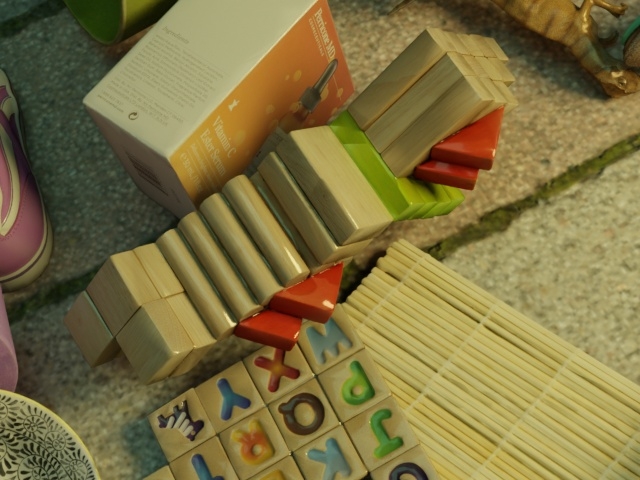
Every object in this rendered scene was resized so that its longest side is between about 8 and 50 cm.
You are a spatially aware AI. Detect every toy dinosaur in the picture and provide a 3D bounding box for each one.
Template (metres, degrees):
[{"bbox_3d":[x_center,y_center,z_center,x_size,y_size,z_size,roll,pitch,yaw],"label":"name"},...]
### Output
[{"bbox_3d":[0.162,-0.186,1.021,0.211,0.064,0.112,33,75,26],"label":"toy dinosaur"}]

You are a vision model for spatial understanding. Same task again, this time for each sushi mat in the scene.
[{"bbox_3d":[0.129,0.130,0.888,0.317,0.019,0.151,33,73,26],"label":"sushi mat"}]

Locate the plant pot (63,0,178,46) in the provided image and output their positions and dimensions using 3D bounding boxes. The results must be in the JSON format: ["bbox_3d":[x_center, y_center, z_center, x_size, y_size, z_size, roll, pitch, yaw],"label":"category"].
[{"bbox_3d":[-0.085,-0.335,1.064,0.294,0.274,0.274,-25,59,-18],"label":"plant pot"}]

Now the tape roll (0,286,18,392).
[{"bbox_3d":[-0.344,0.076,0.875,0.275,0.275,0.090,-21,61,1],"label":"tape roll"}]

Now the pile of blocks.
[{"bbox_3d":[0.000,0.000,0.930,0.362,0.149,0.112,-35,74,5],"label":"pile of blocks"}]

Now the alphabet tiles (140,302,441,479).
[{"bbox_3d":[-0.044,0.179,0.892,0.237,0.009,0.198,-31,63,1],"label":"alphabet tiles"}]

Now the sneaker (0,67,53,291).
[{"bbox_3d":[-0.296,-0.108,1.029,0.102,0.161,0.282,-32,59,-4],"label":"sneaker"}]

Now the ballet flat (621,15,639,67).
[{"bbox_3d":[0.369,-0.186,0.956,0.316,0.107,0.106,-32,74,-4],"label":"ballet flat"}]

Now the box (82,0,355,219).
[{"bbox_3d":[-0.070,-0.109,0.994,0.091,0.130,0.170,34,75,27],"label":"box"}]

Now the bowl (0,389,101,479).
[{"bbox_3d":[-0.235,0.189,0.888,0.170,0.080,0.170,10,64,-21],"label":"bowl"}]
